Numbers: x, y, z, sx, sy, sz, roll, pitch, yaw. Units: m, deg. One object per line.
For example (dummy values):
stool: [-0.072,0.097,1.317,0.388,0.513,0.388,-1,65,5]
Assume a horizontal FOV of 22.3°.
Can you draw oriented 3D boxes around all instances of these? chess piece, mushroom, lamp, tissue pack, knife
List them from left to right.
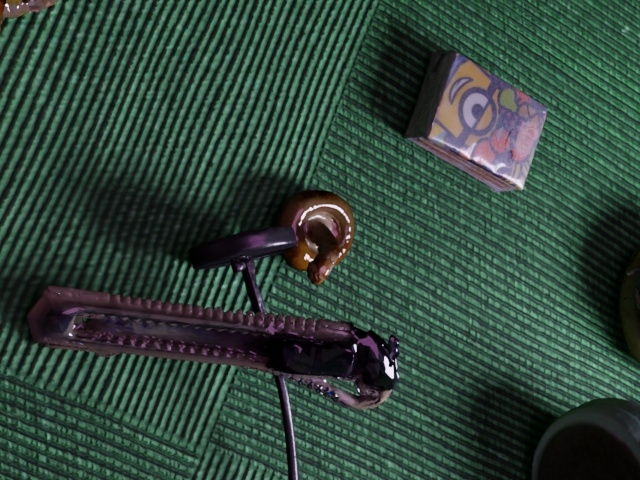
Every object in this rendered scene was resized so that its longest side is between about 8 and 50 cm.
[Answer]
knife: [-0.098,0.102,1.544,0.365,0.043,0.089,9,104,-8]
lamp: [-0.032,0.152,1.643,0.108,0.130,0.371,-55,128,-65]
mushroom: [-0.010,0.001,1.661,0.129,0.073,0.088,-73,148,-55]
tissue pack: [0.173,-0.131,1.794,0.148,0.060,0.108,27,76,-30]
chess piece: [0.409,0.263,1.872,0.299,0.195,0.194,-6,92,-41]

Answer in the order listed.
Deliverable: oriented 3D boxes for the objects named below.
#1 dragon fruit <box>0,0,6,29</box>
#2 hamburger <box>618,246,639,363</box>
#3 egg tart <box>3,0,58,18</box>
dragon fruit: [-0.423,-0.129,1.229,0.249,0.386,0.371,27,107,-41]
hamburger: [0.427,0.076,1.927,0.185,0.113,0.177,26,81,-21]
egg tart: [-0.304,-0.366,1.452,0.352,0.150,0.351,0,90,-36]
